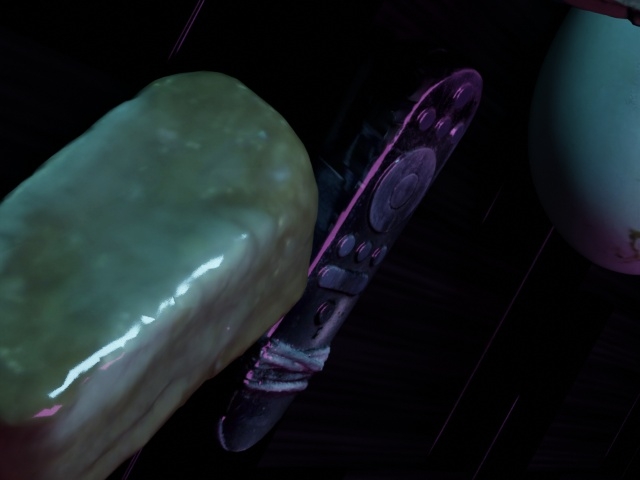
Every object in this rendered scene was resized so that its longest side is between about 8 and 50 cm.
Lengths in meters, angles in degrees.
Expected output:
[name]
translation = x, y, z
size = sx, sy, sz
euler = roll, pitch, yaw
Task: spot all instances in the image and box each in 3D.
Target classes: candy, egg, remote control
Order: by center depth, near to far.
[candy]
translation = -0.093, 0.024, 0.852
size = 0.234, 0.102, 0.104
euler = -41, 153, -37
[remote control]
translation = 0.000, 0.000, 1.118
size = 0.090, 0.066, 0.266
euler = 21, 103, -56
[egg]
translation = 0.245, -0.100, 1.374
size = 0.183, 0.182, 0.264
euler = -30, 138, -55

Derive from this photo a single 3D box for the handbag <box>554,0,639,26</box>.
[handbag]
translation = 0.173, -0.249, 1.017
size = 0.193, 0.190, 0.252
euler = -30, 141, -72
